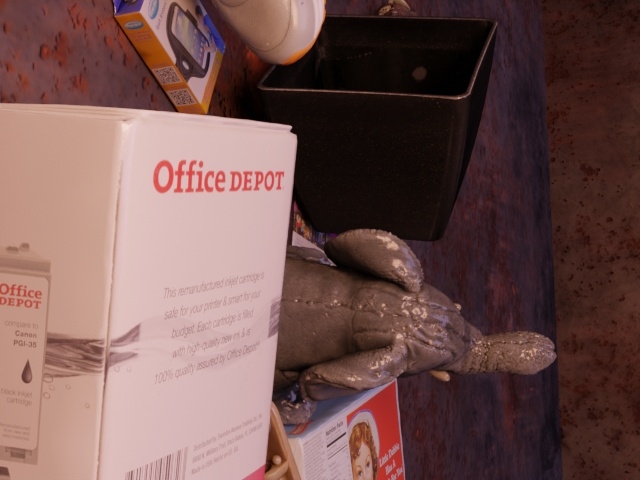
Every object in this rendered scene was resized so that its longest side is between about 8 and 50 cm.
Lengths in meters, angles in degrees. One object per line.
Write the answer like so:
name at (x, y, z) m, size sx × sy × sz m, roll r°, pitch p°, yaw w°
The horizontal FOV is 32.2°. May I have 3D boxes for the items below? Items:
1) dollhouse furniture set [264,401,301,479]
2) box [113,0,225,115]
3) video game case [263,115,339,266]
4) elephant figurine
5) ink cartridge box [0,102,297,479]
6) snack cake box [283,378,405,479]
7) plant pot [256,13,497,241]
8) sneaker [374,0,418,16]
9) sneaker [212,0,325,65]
dollhouse furniture set at (-0.089, 0.187, 0.807) m, size 0.151 × 0.144 × 0.123 m, roll -37°, pitch 117°, yaw -47°
box at (-0.122, -0.175, 0.901) m, size 0.136 × 0.028 × 0.081 m, roll 61°, pitch 33°, yaw -50°
video game case at (0.000, 0.000, 1.154) m, size 0.232 × 0.042 × 0.210 m, roll 34°, pitch 56°, yaw -63°
elephant figurine at (0.038, 0.064, 0.911) m, size 0.186 × 0.239 × 0.169 m, roll -33°, pitch 112°, yaw -49°
ink cartridge box at (-0.114, 0.066, 0.644) m, size 0.207 × 0.117 × 0.282 m, roll -7°, pitch 104°, yaw -68°
snack cake box at (0.000, 0.225, 1.056) m, size 0.264 × 0.089 × 0.152 m, roll -15°, pitch 99°, yaw -68°
plant pot at (0.063, -0.103, 1.054) m, size 0.188 × 0.188 × 0.166 m, roll -62°, pitch 152°, yaw -55°
sneaker at (0.084, -0.259, 1.401) m, size 0.071 × 0.066 × 0.188 m, roll 62°, pitch 23°, yaw -13°
sneaker at (-0.099, -0.244, 0.845) m, size 0.121 × 0.099 × 0.262 m, roll -26°, pitch 85°, yaw -53°
